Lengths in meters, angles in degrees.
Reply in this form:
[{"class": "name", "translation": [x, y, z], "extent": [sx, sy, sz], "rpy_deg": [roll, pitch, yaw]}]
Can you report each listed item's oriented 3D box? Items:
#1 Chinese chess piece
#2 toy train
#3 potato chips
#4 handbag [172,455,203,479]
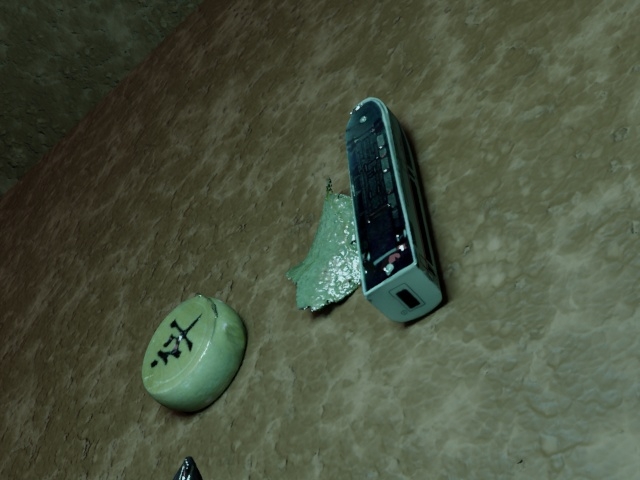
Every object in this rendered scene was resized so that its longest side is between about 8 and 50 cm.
[{"class": "Chinese chess piece", "translation": [-0.203, 0.179, 1.325], "extent": [0.188, 0.083, 0.189], "rpy_deg": [-30, 39, 28]}, {"class": "toy train", "translation": [0.099, -0.064, 1.171], "extent": [0.086, 0.088, 0.407], "rpy_deg": [-34, 35, 24]}, {"class": "potato chips", "translation": [0.007, 0.002, 1.258], "extent": [0.167, 0.059, 0.228], "rpy_deg": [-54, 30, 16]}, {"class": "handbag", "translation": [-0.166, 0.405, 0.960], "extent": [0.088, 0.211, 0.254], "rpy_deg": [6, 51, 8]}]
